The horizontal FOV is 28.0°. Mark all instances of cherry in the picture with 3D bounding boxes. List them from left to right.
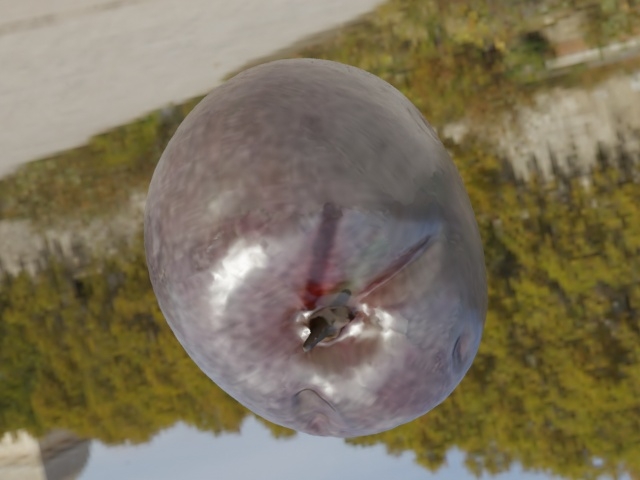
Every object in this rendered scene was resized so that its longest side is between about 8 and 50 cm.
[{"bbox_3d":[-0.002,-0.004,0.573,0.140,0.176,0.176,-29,178,20],"label":"cherry"}]
